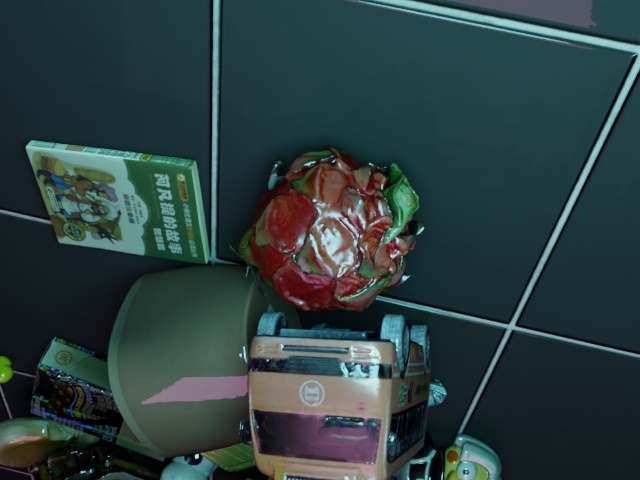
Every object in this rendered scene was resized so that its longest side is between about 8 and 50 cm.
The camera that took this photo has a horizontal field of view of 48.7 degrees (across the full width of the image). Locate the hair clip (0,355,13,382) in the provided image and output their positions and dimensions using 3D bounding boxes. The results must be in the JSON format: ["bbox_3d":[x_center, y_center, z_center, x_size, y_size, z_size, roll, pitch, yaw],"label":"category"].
[{"bbox_3d":[-0.732,0.261,1.503,0.173,0.072,0.046,15,138,14],"label":"hair clip"}]

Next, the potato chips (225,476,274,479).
[{"bbox_3d":[-0.055,0.446,1.376,0.358,0.070,0.429,-12,161,-18],"label":"potato chips"}]

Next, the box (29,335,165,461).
[{"bbox_3d":[-0.436,0.337,1.477,0.310,0.084,0.198,23,134,-7],"label":"box"}]

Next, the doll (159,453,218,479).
[{"bbox_3d":[-0.275,0.480,1.507,0.110,0.180,0.107,20,148,4],"label":"doll"}]

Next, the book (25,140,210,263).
[{"bbox_3d":[-0.311,-0.057,1.111,0.264,0.027,0.202,8,133,8],"label":"book"}]

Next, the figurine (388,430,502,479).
[{"bbox_3d":[0.225,0.441,1.346,0.236,0.176,0.133,-5,171,18],"label":"figurine"}]

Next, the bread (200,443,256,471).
[{"bbox_3d":[-0.143,0.376,1.417,0.236,0.106,0.140,-30,117,35],"label":"bread"}]

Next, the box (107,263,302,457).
[{"bbox_3d":[-0.161,0.178,1.124,0.216,0.301,0.301,-13,128,16],"label":"box"}]

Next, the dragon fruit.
[{"bbox_3d":[0.000,0.000,0.967,0.293,0.234,0.234,-21,125,43],"label":"dragon fruit"}]

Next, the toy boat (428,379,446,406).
[{"bbox_3d":[0.166,0.292,1.282,0.140,0.066,0.059,-22,120,30],"label":"toy boat"}]

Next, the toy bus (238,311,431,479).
[{"bbox_3d":[0.043,0.230,1.032,0.203,0.233,0.427,0,171,16],"label":"toy bus"}]

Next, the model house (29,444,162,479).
[{"bbox_3d":[-0.471,0.540,1.590,0.282,0.317,0.297,25,124,55],"label":"model house"}]

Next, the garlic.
[{"bbox_3d":[-0.631,0.436,1.588,0.228,0.110,0.217,-37,148,32],"label":"garlic"}]
